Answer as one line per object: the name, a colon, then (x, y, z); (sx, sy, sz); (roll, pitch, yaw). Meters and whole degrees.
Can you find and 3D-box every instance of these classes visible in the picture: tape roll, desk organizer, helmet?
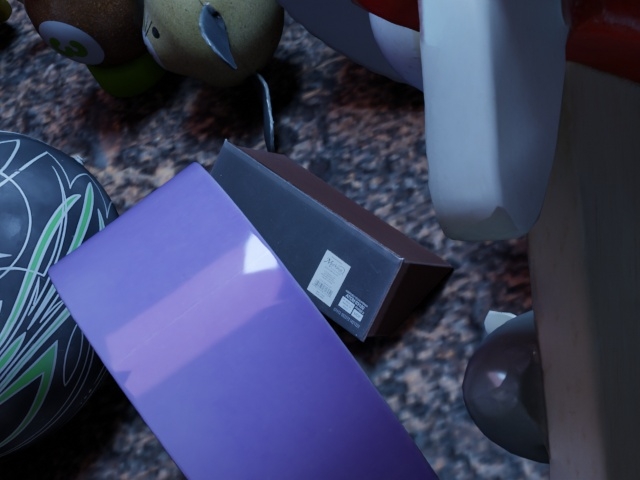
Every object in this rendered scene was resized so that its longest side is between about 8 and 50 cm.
tape roll: (-0.029, 0.065, 0.780); (0.080, 0.189, 0.189); (-36, 39, -4)
desk organizer: (0.000, 0.000, 0.936); (0.130, 0.050, 0.047); (35, 106, 34)
helmet: (-0.177, 0.031, 0.941); (0.161, 0.169, 0.169); (-23, 37, 38)

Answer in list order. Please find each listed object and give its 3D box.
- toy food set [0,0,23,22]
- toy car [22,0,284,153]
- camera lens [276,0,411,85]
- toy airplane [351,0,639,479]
toy food set: (-0.286, -0.154, 1.252); (0.218, 0.128, 0.071); (14, 78, 37)
toy car: (-0.081, -0.127, 1.062); (0.149, 0.155, 0.188); (-34, 51, 0)
camera lens: (0.098, -0.243, 0.990); (0.219, 0.219, 0.274); (5, 52, 38)
toy airplane: (0.103, -0.099, 0.721); (0.272, 0.384, 0.386); (-1, 48, 51)
